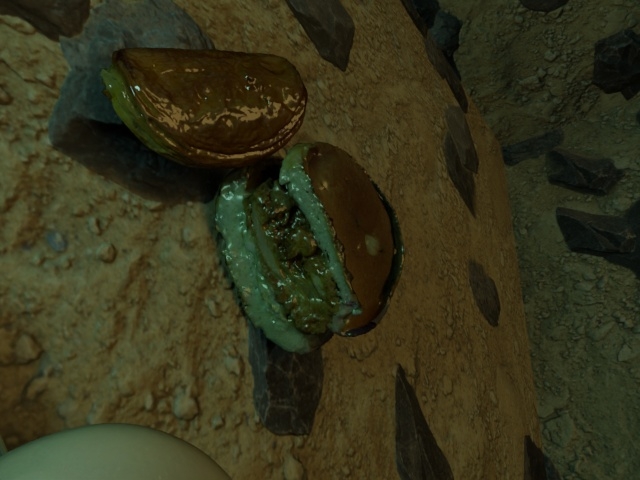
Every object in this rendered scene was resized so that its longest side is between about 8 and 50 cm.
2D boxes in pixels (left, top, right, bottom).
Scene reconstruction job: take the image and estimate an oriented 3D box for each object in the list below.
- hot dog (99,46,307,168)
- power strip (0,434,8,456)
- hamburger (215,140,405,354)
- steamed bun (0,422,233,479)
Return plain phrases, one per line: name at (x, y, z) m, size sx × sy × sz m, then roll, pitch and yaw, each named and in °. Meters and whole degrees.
hot dog at (-0.159, -0.193, 0.744) m, size 0.272 × 0.122 × 0.196 m, roll -15°, pitch 61°, yaw -33°
power strip at (-0.322, 0.178, 0.436) m, size 0.106 × 0.043 × 0.368 m, roll -29°, pitch 99°, yaw -58°
hamburger at (0.000, 0.000, 0.872) m, size 0.276 × 0.195 × 0.318 m, roll -27°, pitch 99°, yaw -60°
steamed bun at (-0.155, 0.295, 0.372) m, size 0.324 × 0.206 × 0.325 m, roll 38°, pitch 38°, yaw -37°
